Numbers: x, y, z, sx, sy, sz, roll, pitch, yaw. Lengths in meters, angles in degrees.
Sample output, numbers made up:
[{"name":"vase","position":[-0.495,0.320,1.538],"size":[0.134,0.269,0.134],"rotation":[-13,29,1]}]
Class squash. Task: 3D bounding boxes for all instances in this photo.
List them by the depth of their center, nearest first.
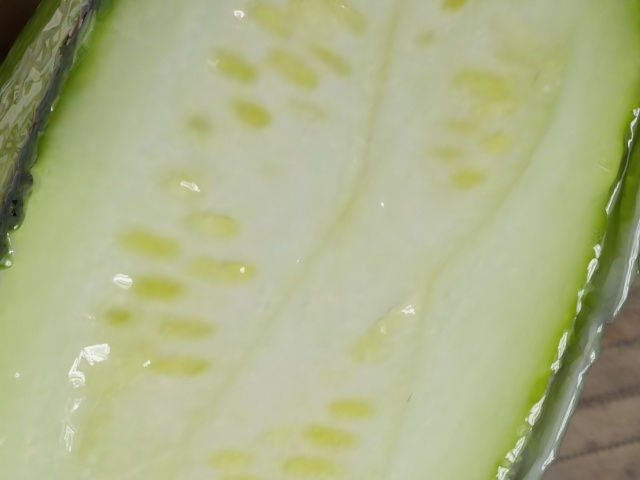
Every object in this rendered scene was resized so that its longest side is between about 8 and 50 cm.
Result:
[{"name":"squash","position":[0.000,0.000,0.546],"size":[0.309,0.234,0.210],"rotation":[-47,45,34]}]

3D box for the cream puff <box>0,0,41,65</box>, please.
[{"name":"cream puff","position":[-0.120,-0.103,0.721],"size":[0.155,0.241,0.269],"rotation":[-124,46,-61]}]
